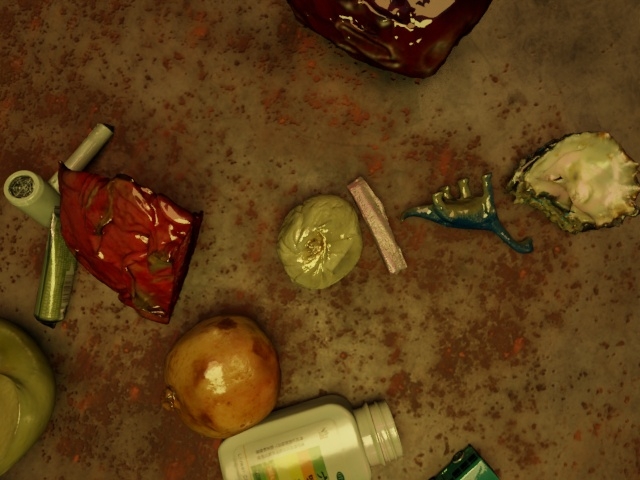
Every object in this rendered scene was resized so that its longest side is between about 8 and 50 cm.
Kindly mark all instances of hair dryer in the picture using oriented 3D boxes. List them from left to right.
[{"bbox_3d":[-0.479,-0.140,0.985,0.073,0.131,0.236,34,74,9],"label":"hair dryer"}]

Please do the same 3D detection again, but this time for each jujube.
[{"bbox_3d":[0.118,-0.452,0.947,0.377,0.258,0.258,22,87,12],"label":"jujube"}]

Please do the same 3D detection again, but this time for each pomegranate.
[{"bbox_3d":[-0.180,0.240,0.918,0.215,0.215,0.215,0,88,-1],"label":"pomegranate"}]

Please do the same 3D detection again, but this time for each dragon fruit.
[{"bbox_3d":[-0.337,0.013,0.846,0.286,0.329,0.228,23,86,-19],"label":"dragon fruit"}]

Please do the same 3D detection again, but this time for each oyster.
[{"bbox_3d":[0.499,-0.110,1.013,0.260,0.092,0.198,-7,88,-10],"label":"oyster"}]

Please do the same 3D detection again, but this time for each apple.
[{"bbox_3d":[-0.623,0.268,0.903,0.295,0.233,0.258,42,107,-10],"label":"apple"}]

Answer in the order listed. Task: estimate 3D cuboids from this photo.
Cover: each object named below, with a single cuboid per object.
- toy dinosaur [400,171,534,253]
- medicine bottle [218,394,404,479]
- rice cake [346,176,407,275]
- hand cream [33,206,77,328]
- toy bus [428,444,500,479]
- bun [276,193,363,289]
[{"bbox_3d":[0.287,-0.025,1.015,0.248,0.075,0.188,-20,95,-8],"label":"toy dinosaur"},{"bbox_3d":[-0.013,0.398,0.963,0.324,0.124,0.179,-16,88,-3],"label":"medicine bottle"},{"bbox_3d":[0.112,-0.029,1.025,0.047,0.036,0.206,-24,88,-12],"label":"rice cake"},{"bbox_3d":[-0.505,0.053,0.995,0.055,0.086,0.235,12,92,16],"label":"hand cream"},{"bbox_3d":[0.260,0.480,0.978,0.160,0.092,0.079,-41,88,-2],"label":"toy bus"},{"bbox_3d":[0.000,0.000,0.984,0.164,0.111,0.188,44,84,-2],"label":"bun"}]
